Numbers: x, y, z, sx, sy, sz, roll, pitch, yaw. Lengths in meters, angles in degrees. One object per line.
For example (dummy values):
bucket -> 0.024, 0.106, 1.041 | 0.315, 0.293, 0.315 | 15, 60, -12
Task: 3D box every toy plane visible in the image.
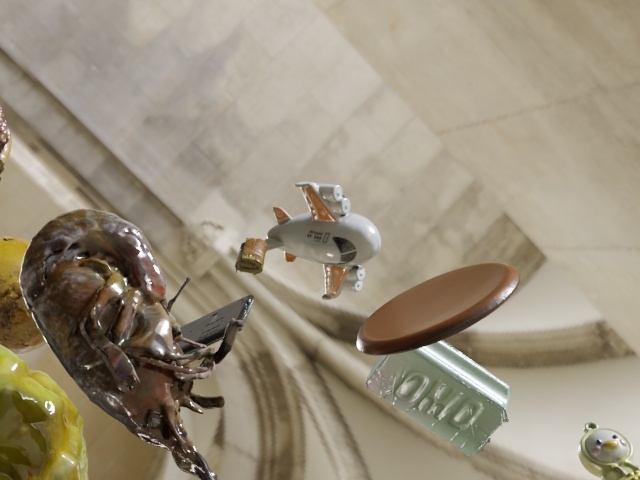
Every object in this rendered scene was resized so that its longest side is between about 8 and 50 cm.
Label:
toy plane -> 0.000, 0.000, 2.045 | 0.244, 0.245, 0.117 | -33, -176, 44

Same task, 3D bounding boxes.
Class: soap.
soap -> 0.226, 0.282, 2.076 | 0.150, 0.261, 0.094 | -55, -178, 38

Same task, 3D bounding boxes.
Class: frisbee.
frisbee -> 0.163, 0.092, 1.546 | 0.250, 0.021, 0.251 | -25, -169, 5

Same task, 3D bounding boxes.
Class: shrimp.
shrimp -> -0.154, 0.112, 1.010 | 0.145, 0.343, 0.116 | -25, 162, -33

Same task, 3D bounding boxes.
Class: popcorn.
popcorn -> -0.378, 0.256, 1.130 | 0.326, 0.290, 0.321 | -53, -160, 38

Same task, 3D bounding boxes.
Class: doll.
doll -> 0.576, 0.454, 2.077 | 0.141, 0.117, 0.296 | -18, -132, -8

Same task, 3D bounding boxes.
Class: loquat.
loquat -> -0.605, 0.110, 2.131 | 0.235, 0.235, 0.235 | -42, -168, 11

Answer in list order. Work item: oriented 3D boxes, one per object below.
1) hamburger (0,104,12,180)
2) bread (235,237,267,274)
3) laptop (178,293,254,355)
hamburger -> -0.600, -0.185, 1.650 | 0.282, 0.155, 0.245 | -18, -131, 4
bread -> -0.114, 0.025, 1.809 | 0.083, 0.047, 0.036 | -84, 180, -63
laptop -> -0.191, 0.146, 1.721 | 0.180, 0.016, 0.129 | -26, -165, 14
